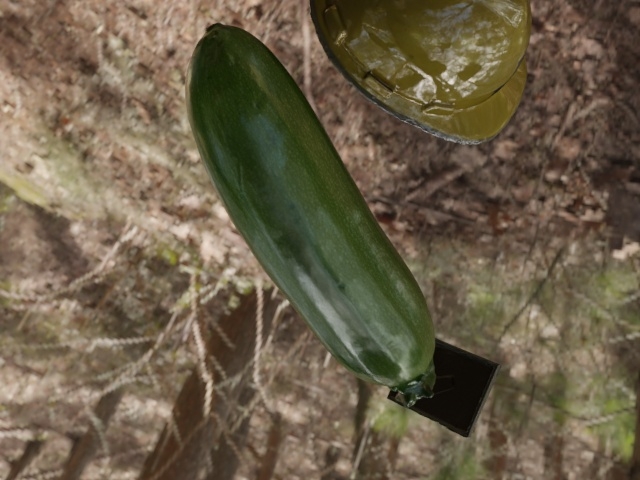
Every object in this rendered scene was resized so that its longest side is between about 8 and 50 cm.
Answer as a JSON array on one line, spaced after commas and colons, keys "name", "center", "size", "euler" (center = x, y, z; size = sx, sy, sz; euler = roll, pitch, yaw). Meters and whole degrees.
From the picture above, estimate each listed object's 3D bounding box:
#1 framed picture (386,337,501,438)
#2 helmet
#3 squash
[{"name": "framed picture", "center": [0.170, 0.198, 1.422], "size": [0.149, 0.109, 0.011], "euler": [21, 173, 43]}, {"name": "helmet", "center": [0.123, -0.223, 0.962], "size": [0.257, 0.205, 0.140], "euler": [36, 155, -10]}, {"name": "squash", "center": [0.000, 0.000, 0.852], "size": [0.107, 0.107, 0.395], "euler": [-10, 125, 34]}]
